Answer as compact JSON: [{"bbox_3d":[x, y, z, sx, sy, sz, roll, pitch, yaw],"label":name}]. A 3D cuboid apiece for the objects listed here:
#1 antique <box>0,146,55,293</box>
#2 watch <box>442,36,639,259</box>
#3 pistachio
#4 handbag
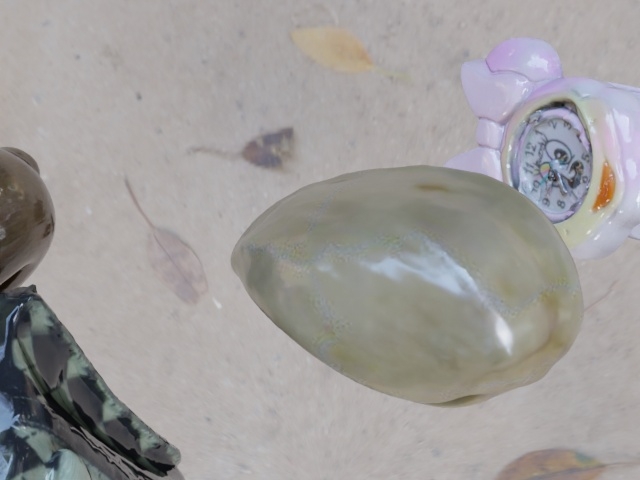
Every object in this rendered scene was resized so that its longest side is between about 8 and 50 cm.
[{"bbox_3d":[-0.289,0.030,0.853,0.257,0.143,0.121,-37,94,-33],"label":"antique"},{"bbox_3d":[0.276,-0.074,1.211,0.217,0.248,0.211,-3,114,-36],"label":"watch"},{"bbox_3d":[0.052,0.028,0.809,0.237,0.138,0.153,4,69,27],"label":"pistachio"},{"bbox_3d":[-0.139,0.263,0.707,0.180,0.317,0.416,-17,57,-1],"label":"handbag"}]
